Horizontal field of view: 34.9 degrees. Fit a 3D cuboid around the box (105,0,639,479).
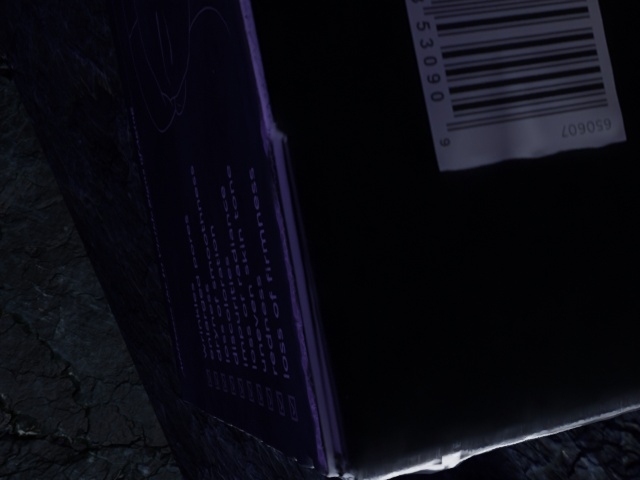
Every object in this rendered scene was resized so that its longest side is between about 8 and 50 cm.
[{"bbox_3d":[0.024,-0.116,0.761,0.472,0.297,0.480,168,91,-71],"label":"box"}]
